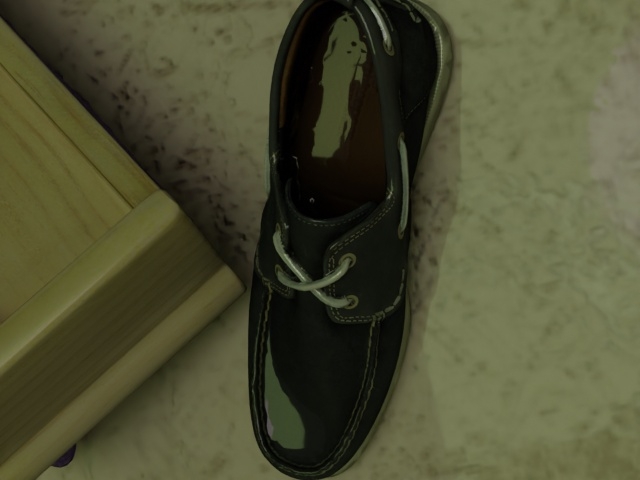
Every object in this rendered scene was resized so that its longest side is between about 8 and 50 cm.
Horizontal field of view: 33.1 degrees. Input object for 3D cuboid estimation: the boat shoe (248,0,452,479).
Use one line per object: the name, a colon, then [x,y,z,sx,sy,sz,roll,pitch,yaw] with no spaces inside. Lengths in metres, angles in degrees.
boat shoe: [0.000,0.000,0.490,0.084,0.079,0.233,13,99,20]

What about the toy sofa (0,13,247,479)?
toy sofa: [-0.210,-0.059,0.536,0.150,0.177,0.362,-42,73,-6]
